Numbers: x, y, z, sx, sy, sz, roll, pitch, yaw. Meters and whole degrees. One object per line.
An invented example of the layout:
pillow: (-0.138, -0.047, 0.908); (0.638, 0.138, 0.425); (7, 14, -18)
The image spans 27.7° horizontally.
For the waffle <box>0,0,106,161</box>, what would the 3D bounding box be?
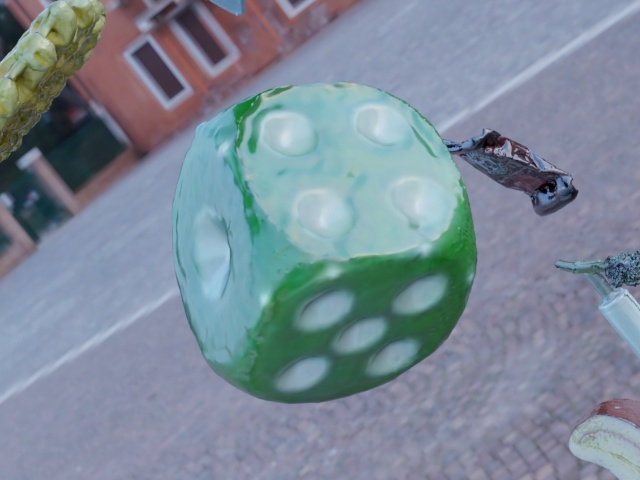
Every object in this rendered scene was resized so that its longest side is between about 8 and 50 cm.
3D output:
waffle: (-0.300, -0.146, 1.302); (0.250, 0.056, 0.261); (-55, 4, -5)

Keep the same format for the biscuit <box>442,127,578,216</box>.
biscuit: (0.319, -0.123, 2.199); (0.063, 0.235, 0.151); (-68, 14, -18)

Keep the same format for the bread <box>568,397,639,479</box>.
bread: (0.346, 0.223, 1.478); (0.192, 0.119, 0.067); (-35, -40, -76)

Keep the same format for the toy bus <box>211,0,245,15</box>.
toy bus: (-0.111, -0.421, 1.505); (0.190, 0.152, 0.312); (-55, -9, -15)

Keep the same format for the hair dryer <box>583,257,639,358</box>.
hair dryer: (0.508, 0.159, 1.962); (0.173, 0.357, 0.107); (-31, 15, 51)

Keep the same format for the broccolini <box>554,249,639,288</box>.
broccolini: (0.326, 0.027, 1.528); (0.044, 0.042, 0.218); (-5, 3, -9)

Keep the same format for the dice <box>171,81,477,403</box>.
dice: (0.000, 0.000, 1.573); (0.300, 0.297, 0.287); (-7, -37, -24)
